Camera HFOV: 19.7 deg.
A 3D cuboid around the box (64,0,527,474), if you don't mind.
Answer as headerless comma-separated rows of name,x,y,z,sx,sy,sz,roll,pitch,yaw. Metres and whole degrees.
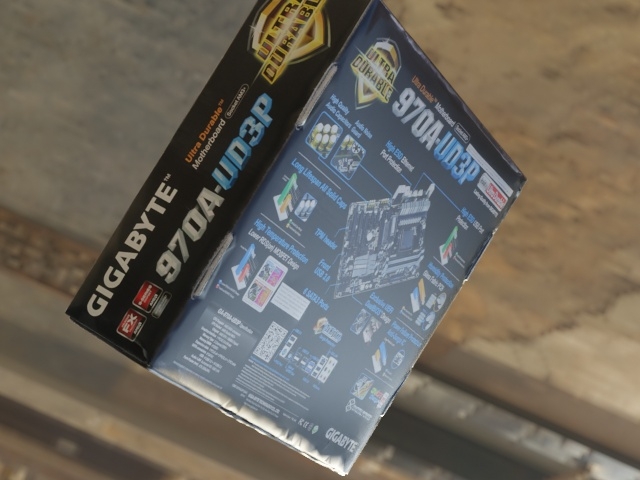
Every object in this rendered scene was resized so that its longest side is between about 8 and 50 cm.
box,0.000,0.000,0.821,0.175,0.051,0.220,-59,151,-4
